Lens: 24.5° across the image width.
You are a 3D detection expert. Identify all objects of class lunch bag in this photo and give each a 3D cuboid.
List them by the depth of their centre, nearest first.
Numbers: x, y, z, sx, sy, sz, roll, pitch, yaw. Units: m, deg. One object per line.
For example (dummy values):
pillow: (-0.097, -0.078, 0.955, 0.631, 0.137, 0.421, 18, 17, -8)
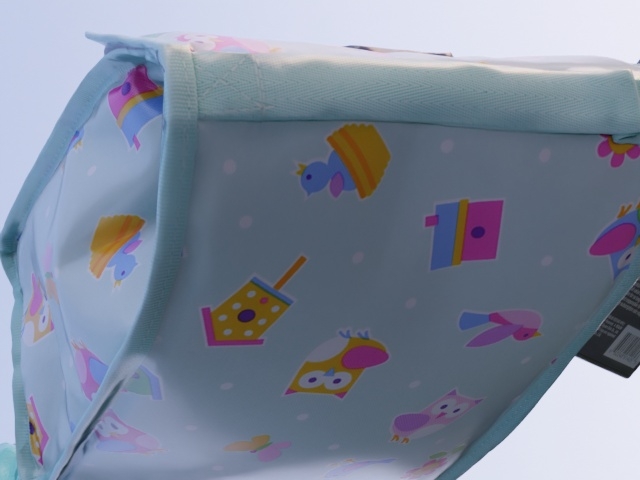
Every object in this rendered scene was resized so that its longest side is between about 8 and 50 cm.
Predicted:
lunch bag: (0.000, 0.000, 0.612, 0.223, 0.160, 0.262, 2, -30, -23)

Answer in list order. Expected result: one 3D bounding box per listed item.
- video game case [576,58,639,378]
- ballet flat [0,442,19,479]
video game case: (0.212, -0.050, 0.818, 0.274, 0.026, 0.196, -53, -37, 10)
ballet flat: (-0.139, 0.168, 0.827, 0.083, 0.247, 0.087, 45, -113, -23)
